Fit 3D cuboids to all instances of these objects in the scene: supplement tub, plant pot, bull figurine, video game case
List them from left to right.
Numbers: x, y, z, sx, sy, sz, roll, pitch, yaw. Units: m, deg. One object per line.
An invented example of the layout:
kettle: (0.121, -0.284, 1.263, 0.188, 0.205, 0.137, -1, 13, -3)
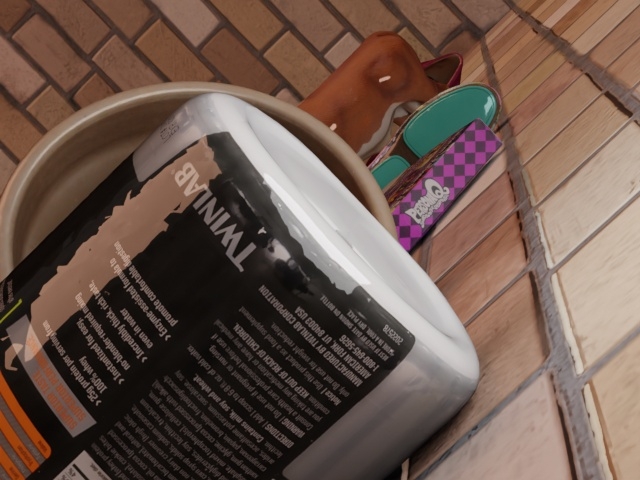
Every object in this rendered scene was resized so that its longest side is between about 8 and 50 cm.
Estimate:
supplement tub: (-0.096, 0.099, 0.688, 0.316, 0.193, 0.193, -43, 4, 9)
plant pot: (-0.094, 0.060, 1.001, 0.263, 0.263, 0.229, -47, -13, -31)
bull figurine: (0.025, -0.108, 1.673, 0.310, 0.188, 0.101, -45, 3, -14)
video game case: (0.047, 0.003, 1.346, 0.232, 0.042, 0.210, -47, 5, -34)

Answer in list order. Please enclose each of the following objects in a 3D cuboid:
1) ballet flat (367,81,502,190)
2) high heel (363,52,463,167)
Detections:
ballet flat: (0.104, -0.083, 1.532, 0.221, 0.077, 0.079, -44, -16, 7)
high heel: (0.072, -0.165, 2.173, 0.377, 0.127, 0.181, -43, -8, -41)
